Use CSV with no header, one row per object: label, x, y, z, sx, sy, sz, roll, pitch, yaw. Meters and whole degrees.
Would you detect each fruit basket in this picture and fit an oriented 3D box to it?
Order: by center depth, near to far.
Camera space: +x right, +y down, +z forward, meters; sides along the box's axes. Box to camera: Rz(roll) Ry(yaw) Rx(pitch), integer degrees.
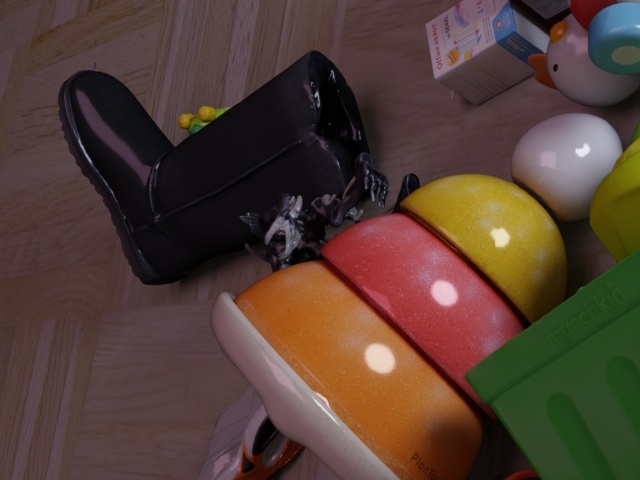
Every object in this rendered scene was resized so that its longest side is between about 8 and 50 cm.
fruit basket,0.317,0.024,0.965,0.392,0.283,0.391,4,94,59

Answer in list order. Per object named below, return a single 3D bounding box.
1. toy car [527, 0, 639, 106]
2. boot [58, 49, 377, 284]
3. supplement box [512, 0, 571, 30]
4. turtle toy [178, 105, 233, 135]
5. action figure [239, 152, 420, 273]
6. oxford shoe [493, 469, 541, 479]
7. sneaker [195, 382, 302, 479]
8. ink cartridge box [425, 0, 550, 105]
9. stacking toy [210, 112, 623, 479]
toy car,0.305,-0.223,1.188,0.238,0.210,0.219,-32,42,49
boot,-0.159,-0.158,1.593,0.445,0.146,0.367,-24,94,42
supplement box,0.265,-0.385,1.293,0.129,0.194,0.191,-26,55,37
turtle toy,-0.157,-0.175,1.736,0.130,0.095,0.066,-12,84,43
action figure,0.000,0.000,1.401,0.276,0.164,0.140,-31,37,41
oxford shoe,0.204,0.371,1.111,0.098,0.097,0.271,138,138,-73
sneaker,-0.117,0.298,1.474,0.262,0.099,0.121,-53,35,5
ink cartridge box,0.204,-0.243,1.373,0.143,0.090,0.092,-28,54,35
stacking toy,0.152,0.051,1.201,0.480,0.350,0.350,-44,42,-3
